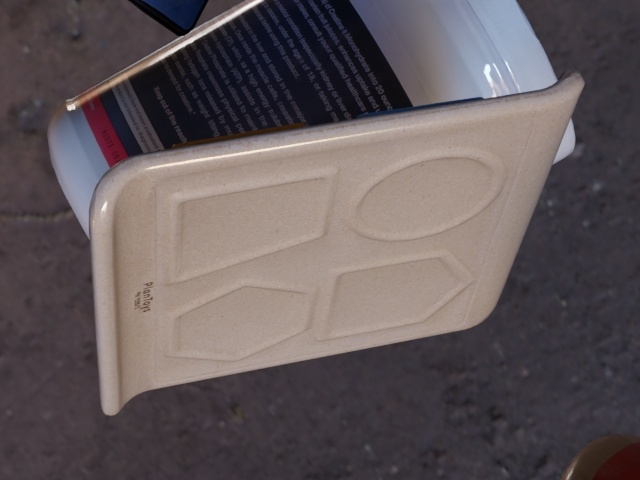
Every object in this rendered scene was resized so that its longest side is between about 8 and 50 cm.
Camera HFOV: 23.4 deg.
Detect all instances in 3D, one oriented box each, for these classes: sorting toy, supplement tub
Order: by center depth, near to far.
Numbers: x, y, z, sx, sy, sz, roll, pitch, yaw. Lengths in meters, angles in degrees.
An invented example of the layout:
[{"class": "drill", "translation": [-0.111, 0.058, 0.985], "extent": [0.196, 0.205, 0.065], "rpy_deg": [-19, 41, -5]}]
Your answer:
[{"class": "sorting toy", "translation": [0.000, 0.000, 0.673], "extent": [0.208, 0.193, 0.038], "rpy_deg": [-14, 62, -14]}, {"class": "supplement tub", "translation": [-0.006, -0.058, 0.929], "extent": [0.272, 0.191, 0.191], "rpy_deg": [-30, 44, 0]}]

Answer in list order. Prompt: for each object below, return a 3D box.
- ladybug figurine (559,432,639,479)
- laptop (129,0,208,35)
[{"class": "ladybug figurine", "translation": [0.365, 0.359, 1.608], "extent": [0.162, 0.449, 0.305], "rpy_deg": [-4, 70, 30]}, {"class": "laptop", "translation": [-0.001, -0.323, 0.667], "extent": [0.408, 0.382, 0.236], "rpy_deg": [-15, 65, 26]}]
